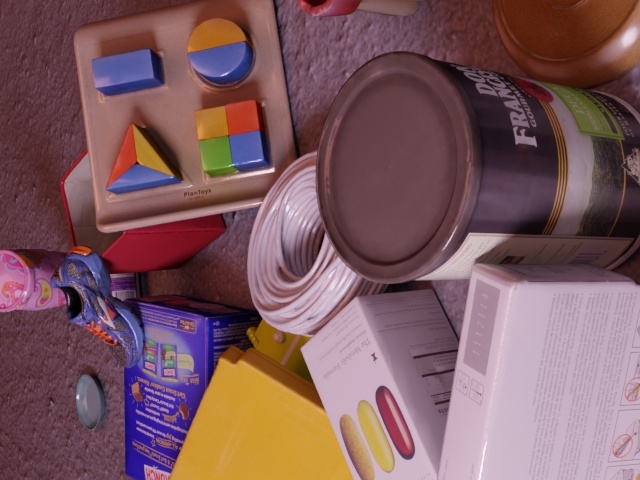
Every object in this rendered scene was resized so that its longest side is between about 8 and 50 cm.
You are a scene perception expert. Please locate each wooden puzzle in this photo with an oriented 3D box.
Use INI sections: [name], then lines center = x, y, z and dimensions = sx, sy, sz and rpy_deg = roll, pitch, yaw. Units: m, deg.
[wooden puzzle]
center = -0.211, -0.204, 1.293
dimensions = 0.322, 0.080, 0.347
rpy_deg = -10, 80, 8

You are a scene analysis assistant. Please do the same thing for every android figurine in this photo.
[android figurine]
center = -0.025, 0.204, 1.252
dimensions = 0.272, 0.056, 0.248
rpy_deg = 54, 130, 31

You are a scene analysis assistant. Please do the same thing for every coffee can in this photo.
[coffee can]
center = 0.163, -0.061, 0.828
dimensions = 0.202, 0.276, 0.201
rpy_deg = -2, 88, 52

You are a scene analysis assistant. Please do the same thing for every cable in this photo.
[cable]
center = 0.000, 0.000, 1.148
dimensions = 0.257, 0.089, 0.257
rpy_deg = -57, 36, 23

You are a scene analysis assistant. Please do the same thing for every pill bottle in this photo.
[pill bottle]
center = -0.407, 0.055, 1.663
dimensions = 0.108, 0.108, 0.193
rpy_deg = -12, 82, 50

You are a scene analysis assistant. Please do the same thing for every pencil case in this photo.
[pencil case]
center = -0.525, 0.077, 1.673
dimensions = 0.124, 0.284, 0.124
rpy_deg = -1, 89, 20

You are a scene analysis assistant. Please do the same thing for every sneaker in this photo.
[sneaker]
center = -0.367, 0.120, 1.397
dimensions = 0.083, 0.087, 0.221
rpy_deg = -12, 113, 43

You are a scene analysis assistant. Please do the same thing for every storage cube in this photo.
[storage cube]
center = -0.306, -0.060, 1.468
dimensions = 0.215, 0.193, 0.183
rpy_deg = -35, 66, 47

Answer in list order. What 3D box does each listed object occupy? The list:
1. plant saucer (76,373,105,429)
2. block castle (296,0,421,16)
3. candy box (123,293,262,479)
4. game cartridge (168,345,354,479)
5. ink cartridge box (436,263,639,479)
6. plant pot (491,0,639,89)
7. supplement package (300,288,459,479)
[plant saucer]
center = -0.490, 0.345, 1.845
dimensions = 0.119, 0.021, 0.119
rpy_deg = 2, 93, 50
[block castle]
center = 0.021, -0.517, 1.036
dimensions = 0.303, 0.213, 0.453
rpy_deg = -43, 60, 43
[candy box]
center = -0.218, 0.263, 1.435
dimensions = 0.268, 0.122, 0.317
rpy_deg = 6, 95, 49
[game cartridge]
center = -0.058, 0.329, 1.196
dimensions = 0.285, 0.053, 0.323
rpy_deg = 30, 119, 10
[ink cartridge box]
center = 0.237, 0.171, 0.786
dimensions = 0.066, 0.261, 0.296
rpy_deg = 29, 114, 61
[plant pot]
center = 0.265, -0.276, 0.894
dimensions = 0.236, 0.032, 0.236
rpy_deg = 5, 96, 50
[supplement package]
center = 0.103, 0.199, 1.033
dimensions = 0.139, 0.134, 0.244
rpy_deg = -48, 57, 41
